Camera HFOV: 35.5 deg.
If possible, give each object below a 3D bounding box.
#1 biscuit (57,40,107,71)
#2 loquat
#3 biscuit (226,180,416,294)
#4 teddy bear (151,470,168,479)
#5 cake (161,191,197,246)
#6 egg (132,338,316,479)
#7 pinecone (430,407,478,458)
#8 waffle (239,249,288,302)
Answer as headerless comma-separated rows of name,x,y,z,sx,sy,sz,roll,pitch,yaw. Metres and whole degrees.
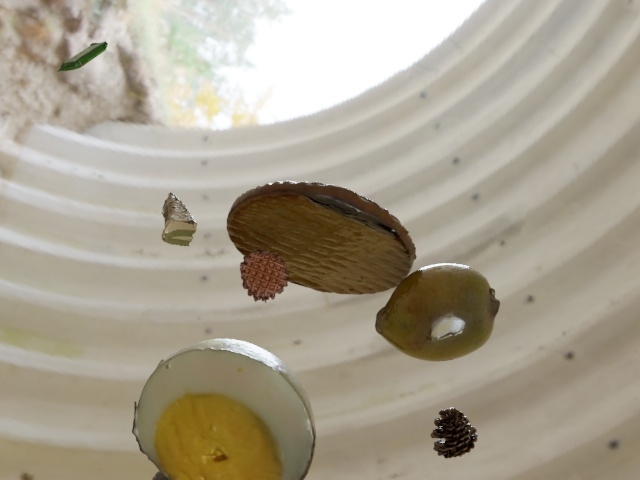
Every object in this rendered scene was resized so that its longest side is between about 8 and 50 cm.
biscuit,-0.382,-0.296,1.616,0.046,0.016,0.089,0,-146,37
loquat,0.181,0.114,1.550,0.152,0.195,0.152,-12,90,-83
biscuit,0.000,0.000,1.646,0.318,0.318,0.040,-39,-150,55
teddy bear,-0.309,0.588,2.130,0.171,0.251,0.144,-26,-179,-33
cake,-0.247,-0.038,1.733,0.140,0.055,0.051,-110,-142,-63
egg,-0.148,0.304,1.785,0.337,0.337,0.201,-59,176,22
pinecone,0.281,0.402,2.086,0.102,0.102,0.109,-90,178,-49
waffle,-0.089,0.056,1.580,0.029,0.075,0.083,129,-60,-71
